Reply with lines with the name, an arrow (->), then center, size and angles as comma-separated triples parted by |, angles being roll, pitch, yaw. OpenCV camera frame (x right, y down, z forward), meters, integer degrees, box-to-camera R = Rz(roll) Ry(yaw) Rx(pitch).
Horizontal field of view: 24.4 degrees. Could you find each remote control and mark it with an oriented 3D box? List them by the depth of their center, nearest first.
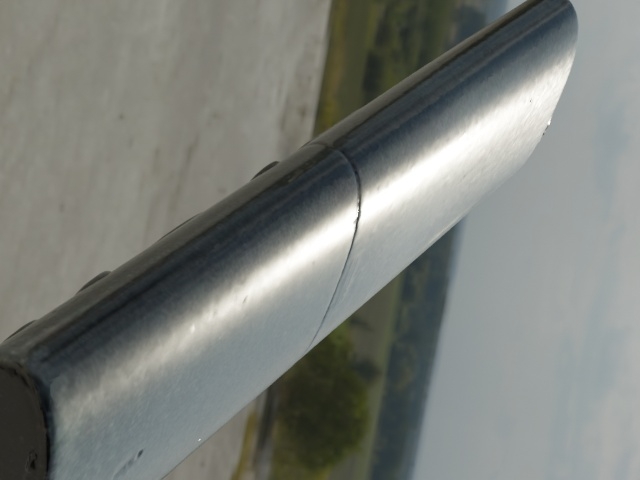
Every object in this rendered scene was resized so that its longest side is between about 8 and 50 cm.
remote control -> 0.000, 0.000, 0.556 | 0.377, 0.044, 0.107 | -37, 149, -50
